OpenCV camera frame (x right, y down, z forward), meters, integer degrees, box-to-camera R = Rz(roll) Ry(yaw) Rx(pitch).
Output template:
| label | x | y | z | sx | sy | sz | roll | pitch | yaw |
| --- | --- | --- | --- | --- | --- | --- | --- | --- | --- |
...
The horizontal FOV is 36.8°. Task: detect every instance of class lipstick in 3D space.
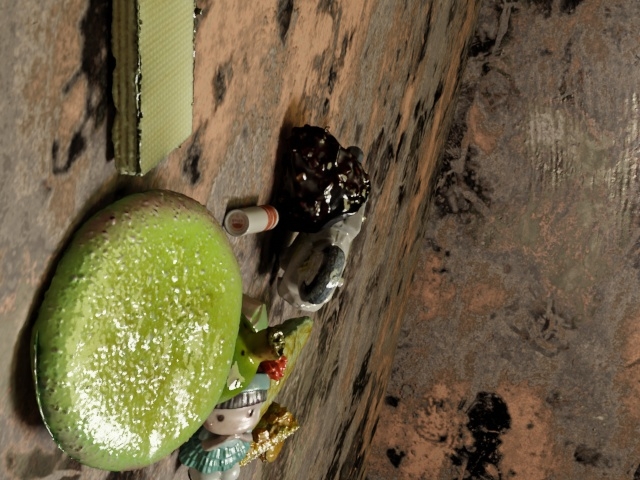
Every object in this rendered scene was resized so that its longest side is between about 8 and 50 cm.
| label | x | y | z | sx | sy | sz | roll | pitch | yaw |
| --- | --- | --- | --- | --- | --- | --- | --- | --- | --- |
| lipstick | -0.096 | -0.029 | 1.355 | 0.131 | 0.038 | 0.038 | -19 | 125 | -74 |

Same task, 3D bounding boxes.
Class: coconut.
| label | x | y | z | sx | sy | sz | roll | pitch | yaw |
| --- | --- | --- | --- | --- | --- | --- | --- | --- | --- |
| coconut | -0.112 | 0.121 | 1.395 | 0.082 | 0.081 | 0.083 | -59 | 175 | -3 |

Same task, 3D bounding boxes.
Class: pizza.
| label | x | y | z | sx | sy | sz | roll | pitch | yaw |
| --- | --- | --- | --- | --- | --- | --- | --- | --- | --- |
| pizza | -0.099 | 0.310 | 1.624 | 0.046 | 0.134 | 0.175 | 62 | 18 | -17 |

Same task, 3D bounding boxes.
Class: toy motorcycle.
| label | x | y | z | sx | sy | sz | roll | pitch | yaw |
| --- | --- | --- | --- | --- | --- | --- | --- | --- | --- |
| toy motorcycle | 0.000 | 0.000 | 1.578 | 0.223 | 0.108 | 0.340 | -53 | -163 | 45 |

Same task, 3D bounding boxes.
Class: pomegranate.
| label | x | y | z | sx | sy | sz | roll | pitch | yaw |
| --- | --- | --- | --- | --- | --- | --- | --- | --- | --- |
| pomegranate | -0.136 | 0.134 | 1.163 | 0.122 | 0.169 | 0.143 | 42 | 37 | -28 |

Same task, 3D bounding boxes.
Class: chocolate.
| label | x | y | z | sx | sy | sz | roll | pitch | yaw |
| --- | --- | --- | --- | --- | --- | --- | --- | --- | --- |
| chocolate | -0.012 | -0.113 | 1.461 | 0.156 | 0.156 | 0.133 | -63 | 142 | -38 |

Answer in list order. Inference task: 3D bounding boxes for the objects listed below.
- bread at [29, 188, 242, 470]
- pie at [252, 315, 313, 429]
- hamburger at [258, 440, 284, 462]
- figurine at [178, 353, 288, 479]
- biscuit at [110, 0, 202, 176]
| label | x | y | z | sx | sy | sz | roll | pitch | yaw |
| --- | --- | --- | --- | --- | --- | --- | --- | --- | --- |
| bread | -0.174 | 0.091 | 0.984 | 0.301 | 0.045 | 0.301 | -18 | 111 | -55 |
| pie | -0.098 | 0.211 | 1.548 | 0.201 | 0.090 | 0.248 | -63 | 171 | 17 |
| hamburger | -0.096 | 0.393 | 1.886 | 0.076 | 0.044 | 0.083 | 95 | 15 | -45 |
| figurine | -0.133 | 0.250 | 1.377 | 0.138 | 0.110 | 0.245 | -16 | 136 | -35 |
| biscuit | -0.157 | -0.171 | 0.917 | 0.121 | 0.041 | 0.199 | -50 | 153 | -54 |
